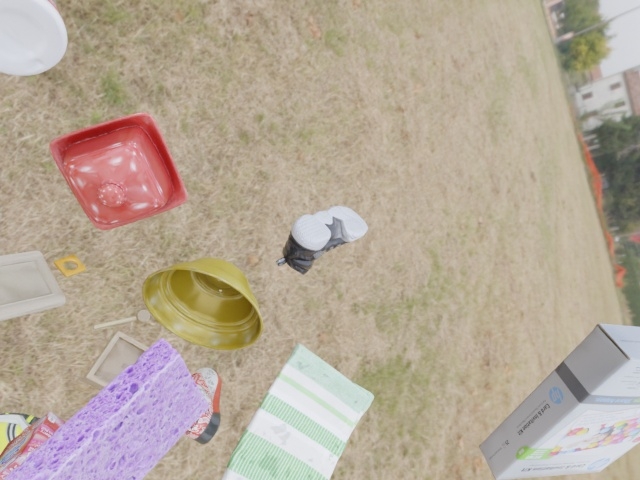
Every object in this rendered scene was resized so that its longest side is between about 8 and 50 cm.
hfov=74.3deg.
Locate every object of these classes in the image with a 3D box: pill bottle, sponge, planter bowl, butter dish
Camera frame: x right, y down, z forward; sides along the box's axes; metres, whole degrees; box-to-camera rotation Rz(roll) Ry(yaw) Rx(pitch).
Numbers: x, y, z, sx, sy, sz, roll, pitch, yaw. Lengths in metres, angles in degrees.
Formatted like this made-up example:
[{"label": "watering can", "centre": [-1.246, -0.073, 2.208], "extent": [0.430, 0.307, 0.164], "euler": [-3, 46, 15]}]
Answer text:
[{"label": "pill bottle", "centre": [-0.580, -0.451, 0.770], "extent": [0.161, 0.161, 0.283], "euler": [7, 45, -53]}, {"label": "sponge", "centre": [-0.186, 0.187, 0.344], "extent": [0.210, 0.031, 0.117], "euler": [-44, 151, -33]}, {"label": "planter bowl", "centre": [-0.193, 0.096, 0.754], "extent": [0.217, 0.217, 0.090], "euler": [53, 34, -28]}, {"label": "butter dish", "centre": [-0.297, -0.085, 0.619], "extent": [0.118, 0.160, 0.160], "euler": [-118, -170, -60]}]

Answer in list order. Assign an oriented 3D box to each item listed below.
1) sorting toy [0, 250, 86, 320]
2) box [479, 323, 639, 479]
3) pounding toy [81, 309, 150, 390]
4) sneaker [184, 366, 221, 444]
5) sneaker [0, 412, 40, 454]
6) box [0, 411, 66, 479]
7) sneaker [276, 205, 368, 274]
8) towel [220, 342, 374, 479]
[{"label": "sorting toy", "centre": [-0.815, 0.124, 1.133], "extent": [0.347, 0.047, 0.196], "euler": [-13, 57, -49]}, {"label": "box", "centre": [0.257, 0.156, 0.390], "extent": [0.145, 0.186, 0.038], "euler": [8, 36, -20]}, {"label": "pounding toy", "centre": [-0.512, 0.278, 1.088], "extent": [0.181, 0.094, 0.206], "euler": [37, 52, -18]}, {"label": "sneaker", "centre": [-0.320, 0.357, 1.022], "extent": [0.090, 0.270, 0.145], "euler": [-45, 112, -1]}, {"label": "sneaker", "centre": [-0.675, 0.532, 1.007], "extent": [0.147, 0.384, 0.145], "euler": [-71, 175, -52]}, {"label": "box", "centre": [-0.527, 0.499, 0.867], "extent": [0.257, 0.122, 0.128], "euler": [52, 2, -20]}, {"label": "sneaker", "centre": [0.000, 0.000, 1.066], "extent": [0.268, 0.153, 0.101], "euler": [-13, 61, -49]}, {"label": "towel", "centre": [-0.042, 0.426, 0.914], "extent": [0.247, 0.038, 0.325], "euler": [40, 72, -21]}]
